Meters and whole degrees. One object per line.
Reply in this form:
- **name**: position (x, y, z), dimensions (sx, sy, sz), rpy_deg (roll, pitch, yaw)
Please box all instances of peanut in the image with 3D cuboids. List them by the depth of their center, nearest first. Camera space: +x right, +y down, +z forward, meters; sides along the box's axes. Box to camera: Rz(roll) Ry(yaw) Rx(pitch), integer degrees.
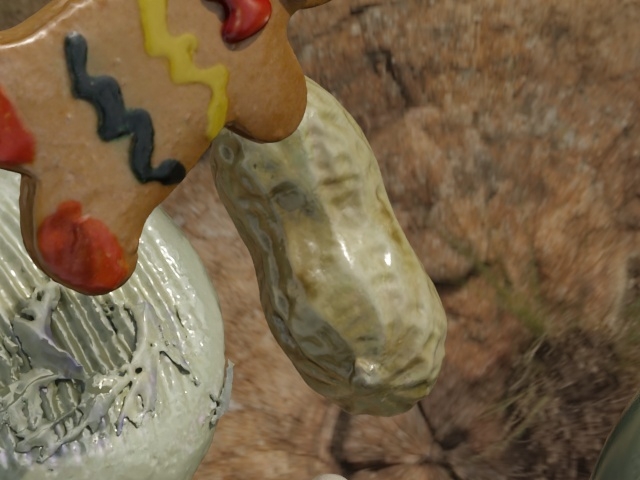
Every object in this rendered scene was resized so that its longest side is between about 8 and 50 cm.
- **peanut**: position (0.000, 0.000, 1.255), dimensions (0.140, 0.153, 0.325), rpy_deg (-16, 110, 29)

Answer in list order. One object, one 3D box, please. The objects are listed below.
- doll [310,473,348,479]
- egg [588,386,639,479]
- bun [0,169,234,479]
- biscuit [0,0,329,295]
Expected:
- **doll**: position (0.036, 0.270, 0.937), dimensions (0.119, 0.278, 0.154), rpy_deg (-36, 117, 16)
- **egg**: position (0.164, 0.088, 0.385), dimensions (0.187, 0.253, 0.186), rpy_deg (14, 111, 41)
- **bun**: position (-0.194, 0.076, 0.983), dimensions (0.273, 0.168, 0.272), rpy_deg (14, 57, -22)
- **biscuit**: position (-0.064, -0.101, 0.720), dimensions (0.250, 0.036, 0.165), rpy_deg (-45, 124, -18)
